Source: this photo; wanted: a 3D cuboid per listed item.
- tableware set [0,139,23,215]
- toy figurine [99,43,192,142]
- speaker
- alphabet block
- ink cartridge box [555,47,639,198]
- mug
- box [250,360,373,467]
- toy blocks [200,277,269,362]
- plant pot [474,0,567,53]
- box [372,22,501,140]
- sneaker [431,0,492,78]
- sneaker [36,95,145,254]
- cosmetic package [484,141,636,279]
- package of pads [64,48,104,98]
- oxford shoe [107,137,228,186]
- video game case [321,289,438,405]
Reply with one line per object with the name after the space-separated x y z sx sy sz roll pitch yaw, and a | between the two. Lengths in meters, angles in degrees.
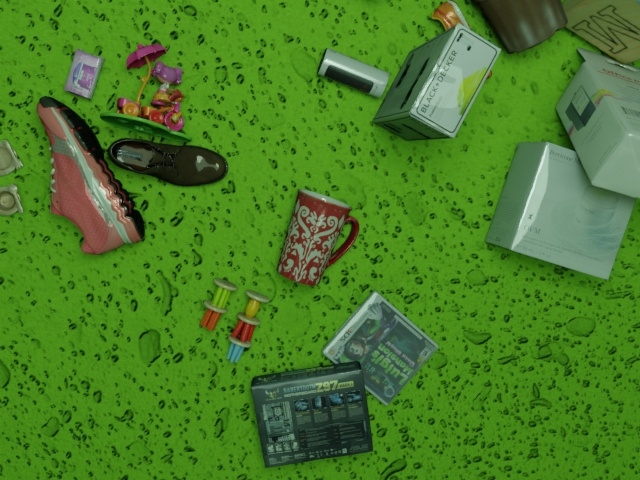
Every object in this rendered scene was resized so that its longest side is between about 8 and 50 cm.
-0.644 -0.109 1.186 0.168 0.020 0.141 -12 99 -6 | tableware set
-0.307 -0.283 1.173 0.173 0.130 0.159 13 86 -31 | toy figurine
0.065 -0.329 1.234 0.136 0.055 0.055 20 95 -10 | speaker
0.617 -0.484 1.203 0.193 0.197 0.192 29 84 -10 | alphabet block
0.600 -0.229 1.229 0.207 0.354 0.119 15 131 -9 | ink cartridge box
-0.001 0.001 1.243 0.150 0.113 0.169 19 98 -8 | mug
-0.016 0.360 1.302 0.232 0.059 0.184 -9 101 -1 | box
-0.185 0.165 1.267 0.123 0.054 0.148 21 95 -10 | toy blocks
0.386 -0.465 1.212 0.167 0.167 0.165 -35 108 -2 | plant pot
0.197 -0.273 1.139 0.087 0.290 0.169 28 92 -10 | box
0.285 -0.394 1.260 0.067 0.064 0.175 -34 96 18 | sneaker
-0.458 -0.111 1.163 0.136 0.116 0.314 -28 100 -2 | sneaker
0.495 -0.064 1.285 0.223 0.138 0.225 16 94 -10 | cosmetic package
-0.444 -0.312 1.179 0.050 0.032 0.083 19 95 -8 | package of pads
-0.289 -0.146 1.191 0.227 0.096 0.083 5 95 -10 | oxford shoe
0.128 0.229 1.333 0.190 0.022 0.173 41 91 -11 | video game case
